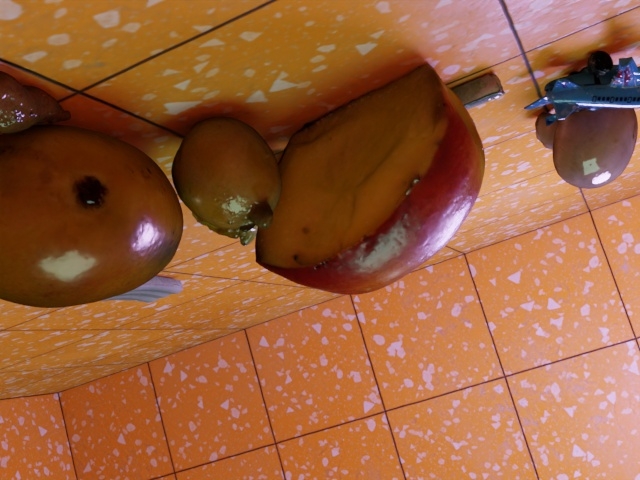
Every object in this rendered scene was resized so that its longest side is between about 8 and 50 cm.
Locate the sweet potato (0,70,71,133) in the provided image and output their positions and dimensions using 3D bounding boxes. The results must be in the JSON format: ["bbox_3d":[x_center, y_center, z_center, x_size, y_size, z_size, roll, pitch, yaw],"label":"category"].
[{"bbox_3d":[-0.346,-0.150,0.972,0.068,0.068,0.226,-20,169,16],"label":"sweet potato"}]

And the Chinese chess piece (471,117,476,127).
[{"bbox_3d":[0.195,-0.175,1.567,0.188,0.083,0.188,-17,166,-4],"label":"Chinese chess piece"}]

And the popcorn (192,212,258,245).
[{"bbox_3d":[-0.130,-0.081,1.456,0.173,0.142,0.174,-23,147,-16],"label":"popcorn"}]

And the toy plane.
[{"bbox_3d":[0.501,-0.268,1.494,0.271,0.105,0.254,-14,169,-17],"label":"toy plane"}]

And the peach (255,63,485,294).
[{"bbox_3d":[0.083,-0.062,1.350,0.380,0.306,0.242,-25,140,20],"label":"peach"}]

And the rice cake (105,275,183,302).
[{"bbox_3d":[-0.456,0.123,2.163,0.127,0.043,0.237,-20,167,15],"label":"rice cake"}]

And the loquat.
[{"bbox_3d":[-0.132,-0.090,1.248,0.149,0.204,0.172,-38,155,3],"label":"loquat"}]

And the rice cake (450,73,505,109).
[{"bbox_3d":[0.206,-0.224,1.445,0.210,0.043,0.034,-21,163,21],"label":"rice cake"}]

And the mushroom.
[{"bbox_3d":[0.513,-0.206,1.685,0.204,0.204,0.204,-16,169,-3],"label":"mushroom"}]

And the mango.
[{"bbox_3d":[-0.341,-0.022,1.185,0.299,0.232,0.446,-9,174,-5],"label":"mango"}]
